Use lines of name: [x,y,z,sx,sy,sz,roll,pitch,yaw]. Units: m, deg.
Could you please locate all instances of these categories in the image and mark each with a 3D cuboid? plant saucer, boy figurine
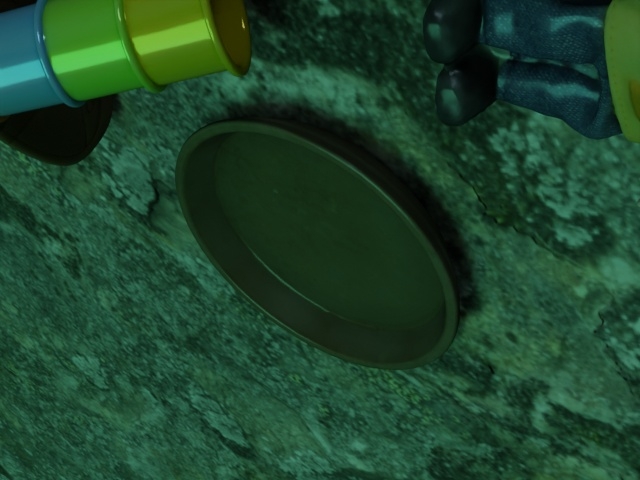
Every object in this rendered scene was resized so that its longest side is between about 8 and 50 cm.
plant saucer: [0.000,0.000,1.049,0.278,0.041,0.278,27,147,19]
boy figurine: [0.202,-0.080,0.696,0.285,0.092,0.177,21,142,31]

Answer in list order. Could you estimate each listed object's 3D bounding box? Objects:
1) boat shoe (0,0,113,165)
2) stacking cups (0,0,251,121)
boat shoe: [-0.310,-0.185,1.021,0.123,0.123,0.342,24,169,46]
stacking cups: [-0.211,-0.124,0.907,0.316,0.096,0.096,-14,128,14]
